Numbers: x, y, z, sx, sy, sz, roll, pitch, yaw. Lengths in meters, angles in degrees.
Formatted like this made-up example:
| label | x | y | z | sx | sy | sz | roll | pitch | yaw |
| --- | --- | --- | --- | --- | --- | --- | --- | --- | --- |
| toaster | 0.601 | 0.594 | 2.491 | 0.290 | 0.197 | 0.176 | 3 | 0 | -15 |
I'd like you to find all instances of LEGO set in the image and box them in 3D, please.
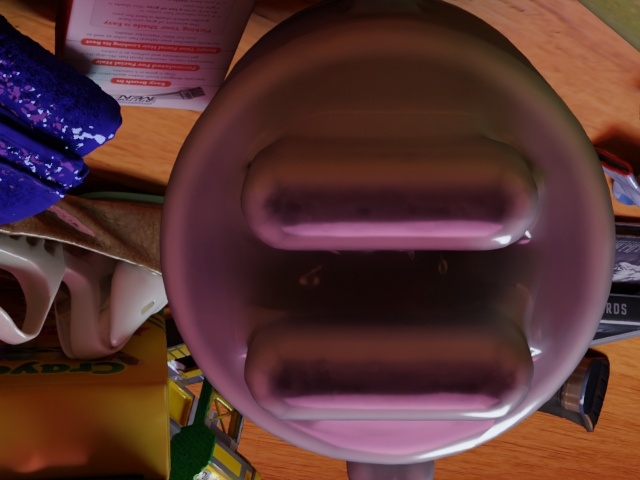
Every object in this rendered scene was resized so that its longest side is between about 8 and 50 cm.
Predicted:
| label | x | y | z | sx | sy | sz | roll | pitch | yaw |
| --- | --- | --- | --- | --- | --- | --- | --- | --- | --- |
| LEGO set | -0.131 | 0.204 | 1.376 | 0.331 | 0.255 | 0.192 | -24 | 130 | 26 |

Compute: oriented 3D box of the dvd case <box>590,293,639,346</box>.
| label | x | y | z | sx | sy | sz | roll | pitch | yaw |
| --- | --- | --- | --- | --- | --- | --- | --- | --- | --- |
| dvd case | 0.184 | 0.071 | 1.369 | 0.238 | 0.030 | 0.179 | 5 | 167 | -26 |

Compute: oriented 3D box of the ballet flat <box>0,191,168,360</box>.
| label | x | y | z | sx | sy | sz | roll | pitch | yaw |
| --- | --- | --- | --- | --- | --- | --- | --- | --- | --- |
| ballet flat | -0.191 | 0.015 | 1.046 | 0.116 | 0.124 | 0.342 | -20 | 154 | 35 |

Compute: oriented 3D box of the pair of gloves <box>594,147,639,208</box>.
| label | x | y | z | sx | sy | sz | roll | pitch | yaw |
| --- | --- | --- | --- | --- | --- | --- | --- | --- | --- |
| pair of gloves | 0.272 | -0.005 | 1.075 | 0.159 | 0.023 | 0.198 | 32 | -178 | -41 |

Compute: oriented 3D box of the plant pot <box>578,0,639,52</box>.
| label | x | y | z | sx | sy | sz | roll | pitch | yaw |
| --- | --- | --- | --- | --- | --- | --- | --- | --- | --- |
| plant pot | 0.216 | -0.136 | 0.584 | 0.254 | 0.276 | 0.276 | 24 | 148 | -30 |

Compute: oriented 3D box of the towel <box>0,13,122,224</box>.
| label | x | y | z | sx | sy | sz | roll | pitch | yaw |
| --- | --- | --- | --- | --- | --- | --- | --- | --- | --- |
| towel | -0.281 | -0.086 | 0.749 | 0.227 | 0.076 | 0.308 | -19 | 143 | 32 |

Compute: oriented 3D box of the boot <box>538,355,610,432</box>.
| label | x | y | z | sx | sy | sz | roll | pitch | yaw |
| --- | --- | --- | --- | --- | --- | --- | --- | --- | --- |
| boot | 0.248 | 0.151 | 1.607 | 0.106 | 0.082 | 0.219 | 13 | 169 | 18 |

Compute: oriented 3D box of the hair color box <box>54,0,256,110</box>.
| label | x | y | z | sx | sy | sz | roll | pitch | yaw |
| --- | --- | --- | --- | --- | --- | --- | --- | --- | --- |
| hair color box | -0.088 | -0.128 | 0.788 | 0.093 | 0.053 | 0.167 | 2 | 157 | -15 |

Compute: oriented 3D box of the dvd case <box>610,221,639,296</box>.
| label | x | y | z | sx | sy | sz | roll | pitch | yaw |
| --- | --- | --- | --- | --- | --- | --- | --- | --- | --- |
| dvd case | 0.220 | 0.018 | 1.286 | 0.221 | 0.018 | 0.164 | 4 | 158 | -20 |

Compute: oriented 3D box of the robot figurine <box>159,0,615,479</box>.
| label | x | y | z | sx | sy | sz | roll | pitch | yaw |
| --- | --- | --- | --- | --- | --- | --- | --- | --- | --- |
| robot figurine | 0.032 | -0.017 | 0.748 | 0.199 | 0.300 | 0.353 | 3 | -166 | 1 |

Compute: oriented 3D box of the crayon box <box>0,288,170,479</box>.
| label | x | y | z | sx | sy | sz | roll | pitch | yaw |
| --- | --- | --- | --- | --- | --- | --- | --- | --- | --- |
| crayon box | -0.215 | 0.112 | 1.140 | 0.202 | 0.081 | 0.318 | -2 | -166 | -8 |
